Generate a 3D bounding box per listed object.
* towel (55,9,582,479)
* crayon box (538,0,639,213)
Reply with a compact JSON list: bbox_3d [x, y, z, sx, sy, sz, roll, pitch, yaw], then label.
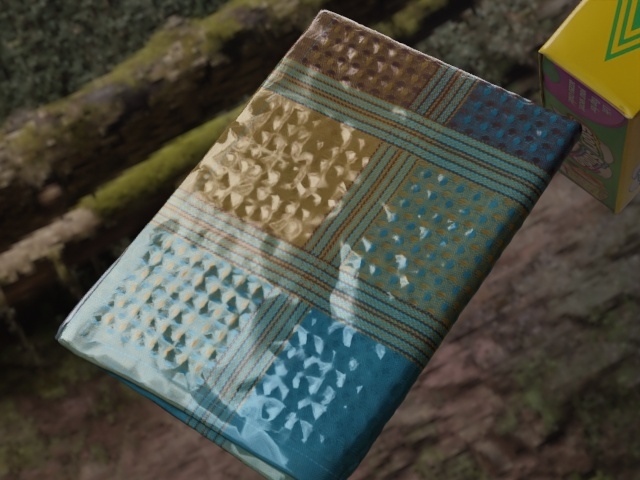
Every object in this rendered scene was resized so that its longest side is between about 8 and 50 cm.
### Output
[{"bbox_3d":[0.000,0.000,1.045,0.370,0.271,0.040,-53,-27,-16],"label":"towel"},{"bbox_3d":[0.337,-0.203,1.185,0.313,0.106,0.363,-48,-15,-1],"label":"crayon box"}]
